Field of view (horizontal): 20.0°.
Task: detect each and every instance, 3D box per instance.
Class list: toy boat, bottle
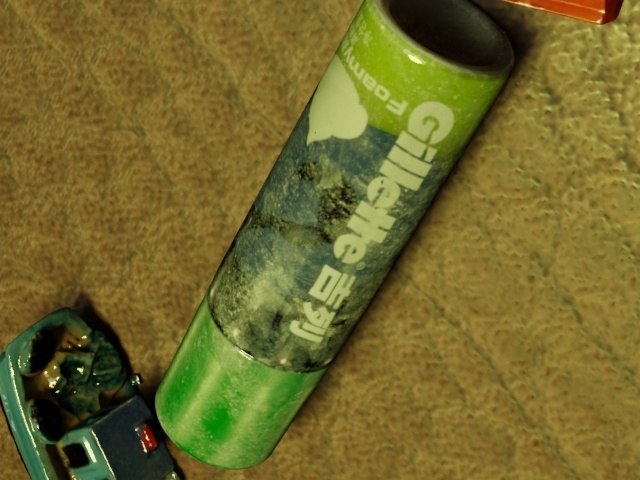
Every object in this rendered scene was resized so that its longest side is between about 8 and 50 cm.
[{"bbox_3d":[-0.139,0.151,1.228,0.097,0.100,0.223,-15,104,48],"label":"toy boat"},{"bbox_3d":[0.000,0.000,1.087,0.093,0.093,0.330,37,124,11],"label":"bottle"}]

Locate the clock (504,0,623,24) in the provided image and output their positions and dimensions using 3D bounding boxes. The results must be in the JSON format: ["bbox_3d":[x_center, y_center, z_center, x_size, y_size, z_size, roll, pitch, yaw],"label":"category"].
[{"bbox_3d":[0.098,-0.190,0.972,0.155,0.061,0.113,18,119,26],"label":"clock"}]
